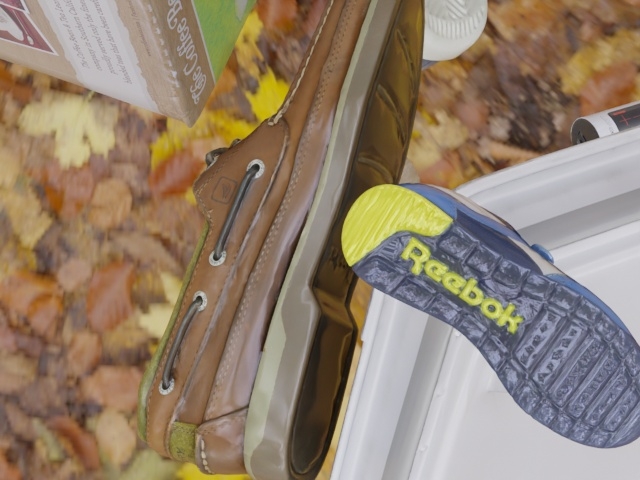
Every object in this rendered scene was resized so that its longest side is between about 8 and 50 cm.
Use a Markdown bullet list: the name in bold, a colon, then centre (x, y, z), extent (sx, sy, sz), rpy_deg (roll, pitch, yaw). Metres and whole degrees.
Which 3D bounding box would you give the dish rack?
- **dish rack**: centre (0.145, 0.083, 0.925), extent (0.286, 0.072, 0.332), rpy_deg (-18, 141, -28)

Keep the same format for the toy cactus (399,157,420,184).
- **toy cactus**: centre (0.000, 0.000, 1.255), extent (0.180, 0.219, 0.112), rpy_deg (-34, 76, -14)

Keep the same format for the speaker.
- **speaker**: centre (0.330, -0.117, 1.755), extent (0.136, 0.055, 0.055), rpy_deg (-17, 109, -24)

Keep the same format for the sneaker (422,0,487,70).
- **sneaker**: centre (0.048, -0.311, 1.515), extent (0.131, 0.148, 0.350), rpy_deg (5, 72, -31)

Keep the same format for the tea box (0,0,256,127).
- **tea box**: centre (-0.135, -0.304, 1.076), extent (0.220, 0.329, 0.323), rpy_deg (21, 72, 13)

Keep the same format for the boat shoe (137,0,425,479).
- **boat shoe**: centre (-0.023, -0.022, 0.929), extent (0.104, 0.110, 0.307), rpy_deg (11, 72, 20)

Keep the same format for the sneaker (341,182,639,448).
- **sneaker**: centre (0.077, 0.024, 0.673), extent (0.144, 0.059, 0.053), rpy_deg (41, 107, 7)
